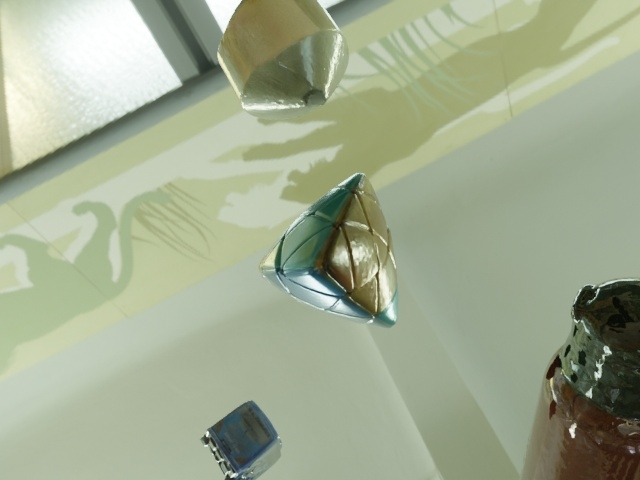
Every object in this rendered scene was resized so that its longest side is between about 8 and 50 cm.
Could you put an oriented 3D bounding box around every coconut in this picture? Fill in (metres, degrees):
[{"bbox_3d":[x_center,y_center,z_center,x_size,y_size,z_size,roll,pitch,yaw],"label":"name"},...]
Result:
[{"bbox_3d":[-0.063,-0.325,1.193,0.241,0.241,0.241,-13,-132,15],"label":"coconut"}]

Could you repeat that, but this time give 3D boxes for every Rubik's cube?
[{"bbox_3d":[0.000,0.000,1.049,0.254,0.254,0.254,-13,-132,15],"label":"Rubik's cube"}]

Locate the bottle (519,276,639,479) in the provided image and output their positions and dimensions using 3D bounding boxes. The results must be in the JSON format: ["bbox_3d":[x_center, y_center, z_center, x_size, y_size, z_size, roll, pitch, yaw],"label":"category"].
[{"bbox_3d":[0.264,0.188,0.617,0.144,0.336,0.144,-3,-146,2],"label":"bottle"}]

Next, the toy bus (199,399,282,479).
[{"bbox_3d":[-0.100,0.285,0.903,0.094,0.236,0.079,-28,-109,-13],"label":"toy bus"}]
